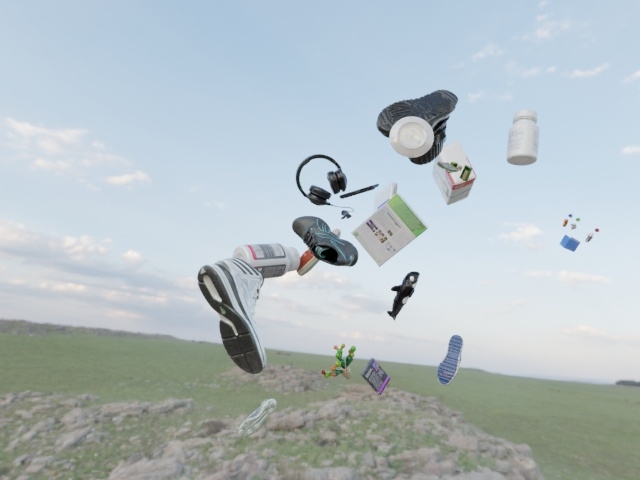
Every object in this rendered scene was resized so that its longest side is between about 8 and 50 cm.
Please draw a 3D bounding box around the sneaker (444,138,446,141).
[{"bbox_3d":[0.529,-0.548,2.240,0.262,0.104,0.125,-21,-54,-8],"label":"sneaker"}]

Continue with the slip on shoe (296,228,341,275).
[{"bbox_3d":[-0.022,0.050,2.278,0.331,0.101,0.123,-45,-14,15],"label":"slip on shoe"}]

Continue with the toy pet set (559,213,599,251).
[{"bbox_3d":[0.950,-0.025,1.608,0.065,0.114,0.122,1,31,-40],"label":"toy pet set"}]

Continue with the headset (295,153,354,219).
[{"bbox_3d":[0.037,-0.274,2.263,0.394,0.243,0.185,51,3,-13],"label":"headset"}]

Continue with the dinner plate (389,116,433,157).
[{"bbox_3d":[0.293,-0.335,1.374,0.141,0.141,0.017,4,-8,6],"label":"dinner plate"}]

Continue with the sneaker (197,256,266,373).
[{"bbox_3d":[-0.268,0.264,1.647,0.169,0.447,0.257,-21,3,36],"label":"sneaker"}]

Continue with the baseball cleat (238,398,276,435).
[{"bbox_3d":[-0.281,0.801,1.943,0.206,0.072,0.109,-37,-3,-13],"label":"baseball cleat"}]

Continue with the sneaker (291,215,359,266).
[{"bbox_3d":[0.000,0.000,1.400,0.267,0.101,0.106,32,28,26],"label":"sneaker"}]

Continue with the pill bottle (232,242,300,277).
[{"bbox_3d":[-0.266,0.102,2.151,0.319,0.176,0.176,-2,-6,-39],"label":"pill bottle"}]

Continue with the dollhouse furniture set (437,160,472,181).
[{"bbox_3d":[0.533,-0.274,1.716,0.152,0.058,0.076,-3,34,-30],"label":"dollhouse furniture set"}]

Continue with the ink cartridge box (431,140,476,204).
[{"bbox_3d":[0.704,-0.350,2.278,0.131,0.226,0.306,-21,-19,2],"label":"ink cartridge box"}]

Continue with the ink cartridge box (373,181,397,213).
[{"bbox_3d":[0.373,-0.208,2.483,0.045,0.206,0.208,14,-18,-17],"label":"ink cartridge box"}]

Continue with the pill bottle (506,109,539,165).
[{"bbox_3d":[0.928,-0.470,1.957,0.131,0.229,0.131,9,-9,1],"label":"pill bottle"}]

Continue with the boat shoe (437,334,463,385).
[{"bbox_3d":[0.474,0.434,1.532,0.066,0.183,0.066,18,-17,32],"label":"boat shoe"}]

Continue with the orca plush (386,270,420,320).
[{"bbox_3d":[0.411,0.274,2.254,0.102,0.287,0.151,26,29,-1],"label":"orca plush"}]

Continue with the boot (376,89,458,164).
[{"bbox_3d":[0.347,-0.389,1.595,0.348,0.131,0.260,-22,-30,-18],"label":"boot"}]

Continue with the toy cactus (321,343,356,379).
[{"bbox_3d":[0.102,0.627,2.147,0.112,0.219,0.180,9,-46,45],"label":"toy cactus"}]

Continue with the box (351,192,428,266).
[{"bbox_3d":[0.346,-0.052,2.155,0.322,0.232,0.058,-41,-5,24],"label":"box"}]

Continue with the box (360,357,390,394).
[{"bbox_3d":[0.298,0.734,2.314,0.162,0.116,0.029,51,-35,-13],"label":"box"}]

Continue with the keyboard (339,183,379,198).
[{"bbox_3d":[0.173,-0.224,1.970,0.180,0.023,0.108,-15,6,36],"label":"keyboard"}]
